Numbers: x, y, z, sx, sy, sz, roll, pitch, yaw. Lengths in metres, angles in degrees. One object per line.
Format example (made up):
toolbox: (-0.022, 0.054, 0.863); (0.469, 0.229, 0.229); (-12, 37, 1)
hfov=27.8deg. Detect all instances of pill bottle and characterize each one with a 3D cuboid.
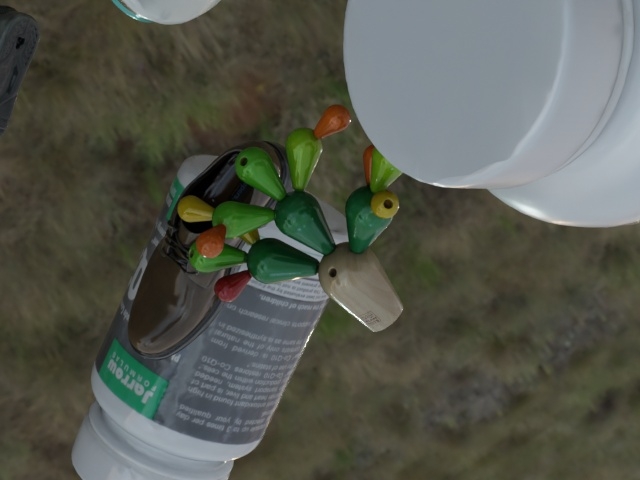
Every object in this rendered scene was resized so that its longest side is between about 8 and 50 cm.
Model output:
pill bottle: (0.170, -0.096, 0.655); (0.319, 0.176, 0.176); (-4, 144, -42)
pill bottle: (-0.122, 0.107, 1.391); (0.204, 0.204, 0.361); (4, 115, -56)

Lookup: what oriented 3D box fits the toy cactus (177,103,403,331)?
toy cactus: (0.000, 0.000, 0.996); (0.219, 0.180, 0.112); (-33, -159, 21)

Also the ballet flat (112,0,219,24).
ballet flat: (-0.054, -0.315, 1.042); (0.139, 0.139, 0.400); (-53, -175, 41)

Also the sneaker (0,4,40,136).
sneaker: (-0.463, -0.207, 1.690); (0.087, 0.130, 0.227); (15, 100, -57)

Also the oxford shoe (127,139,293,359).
oxford shoe: (-0.114, 0.006, 1.133); (0.227, 0.083, 0.096); (-60, 162, 10)
